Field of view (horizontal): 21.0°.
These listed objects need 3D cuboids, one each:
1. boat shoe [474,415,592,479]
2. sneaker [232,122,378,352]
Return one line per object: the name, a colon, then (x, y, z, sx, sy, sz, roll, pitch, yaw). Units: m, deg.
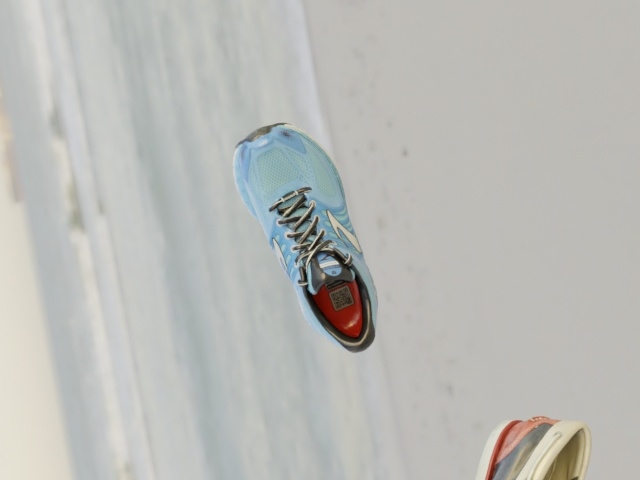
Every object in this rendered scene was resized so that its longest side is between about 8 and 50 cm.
boat shoe: (0.087, 0.142, 0.760, 0.043, 0.049, 0.137, -6, 59, 44)
sneaker: (0.000, 0.000, 1.075, 0.162, 0.063, 0.073, 62, 179, -20)
